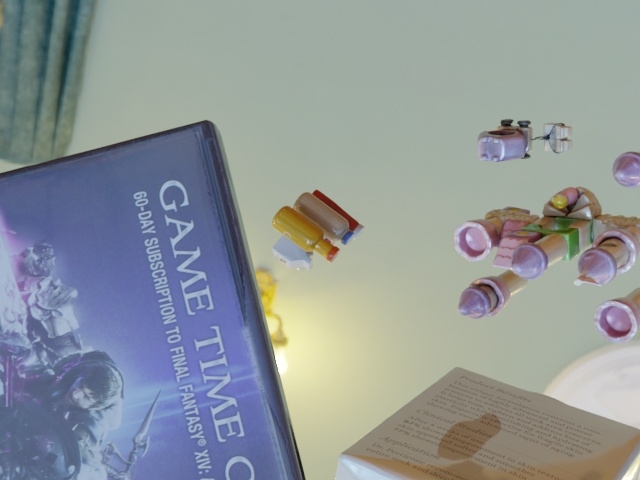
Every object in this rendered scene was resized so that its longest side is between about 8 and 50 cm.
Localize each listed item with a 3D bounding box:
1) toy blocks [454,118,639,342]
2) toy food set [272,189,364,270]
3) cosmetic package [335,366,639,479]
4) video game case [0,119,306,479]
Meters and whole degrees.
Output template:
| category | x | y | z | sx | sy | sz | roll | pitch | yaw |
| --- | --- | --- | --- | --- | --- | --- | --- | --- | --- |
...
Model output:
| category | x | y | z | sx | sy | sz | roll | pitch | yaw |
| --- | --- | --- | --- | --- | --- | --- | --- | --- | --- |
| toy blocks | 0.332 | -0.007 | 1.358 | 0.289 | 0.308 | 0.260 | 9 | -161 | 38 |
| toy food set | 0.000 | 0.000 | 1.399 | 0.105 | 0.111 | 0.232 | 37 | 165 | 12 |
| cosmetic package | 0.242 | 0.434 | 1.328 | 0.330 | 0.327 | 0.394 | 16 | -160 | 30 |
| video game case | -0.150 | 0.081 | 0.350 | 0.274 | 0.196 | 0.026 | -14 | 174 | 1 |
